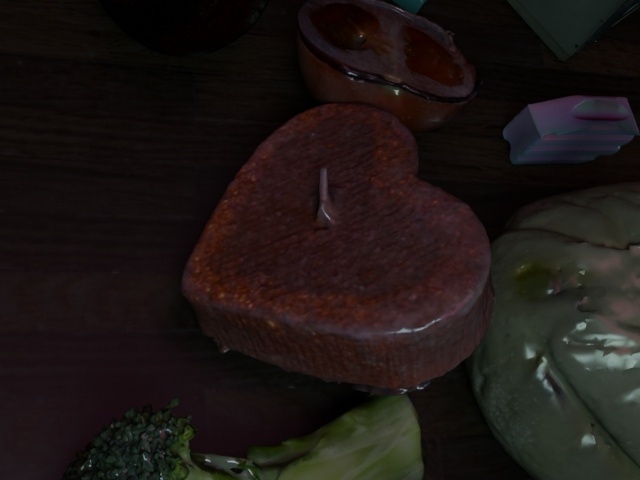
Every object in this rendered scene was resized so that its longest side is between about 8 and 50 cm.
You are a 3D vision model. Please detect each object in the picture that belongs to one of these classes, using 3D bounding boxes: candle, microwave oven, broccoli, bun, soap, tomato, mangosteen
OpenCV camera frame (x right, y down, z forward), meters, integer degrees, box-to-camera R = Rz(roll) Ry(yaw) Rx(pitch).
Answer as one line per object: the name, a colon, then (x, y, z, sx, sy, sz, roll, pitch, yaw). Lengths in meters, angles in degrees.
candle: (0.000, 0.000, 0.730, 0.287, 0.131, 0.317, -22, 50, -4)
microwave oven: (0.417, -0.393, 1.044, 0.240, 0.194, 0.145, -36, 85, -29)
broccoli: (-0.059, 0.211, 0.648, 0.252, 0.221, 0.361, 50, 52, -3)
bun: (0.336, 0.102, 0.790, 0.365, 0.219, 0.365, 3, 74, -12)
soap: (0.327, -0.143, 0.962, 0.149, 0.100, 0.056, -3, 70, -19)
tomato: (0.067, -0.198, 0.890, 0.228, 0.112, 0.199, 18, 42, -10)
mangosteen: (-0.144, -0.306, 0.821, 0.216, 0.216, 0.216, 7, 67, -16)

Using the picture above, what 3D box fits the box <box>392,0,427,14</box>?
box: (0.131, -0.435, 1.044, 0.162, 0.041, 0.229, 38, 63, -2)
